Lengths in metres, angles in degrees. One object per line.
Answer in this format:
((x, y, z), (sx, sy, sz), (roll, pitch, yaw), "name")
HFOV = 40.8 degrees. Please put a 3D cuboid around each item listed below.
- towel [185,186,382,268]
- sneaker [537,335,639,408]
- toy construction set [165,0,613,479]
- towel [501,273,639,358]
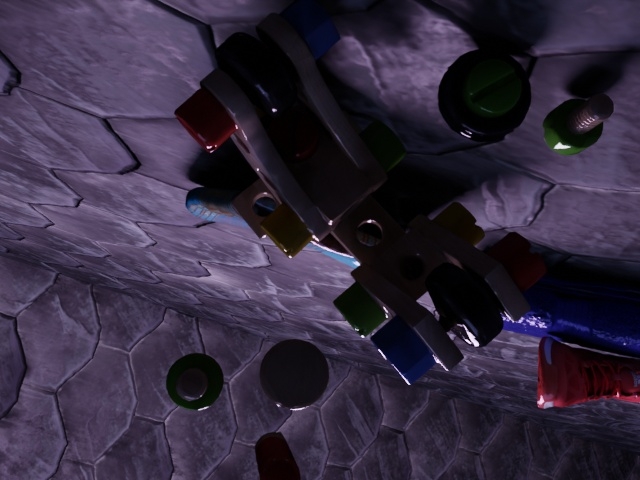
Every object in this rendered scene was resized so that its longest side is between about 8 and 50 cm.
((0.000, 0.000, 0.941), (0.272, 0.040, 0.370), (19, 179, -17), "towel")
((0.337, 0.159, 1.040), (0.128, 0.087, 0.221), (1, -179, 23), "sneaker")
((0.006, 0.011, 0.622), (0.258, 0.308, 0.237), (24, 172, -3), "toy construction set")
((0.331, 0.090, 1.061), (0.308, 0.076, 0.228), (11, 174, 15), "towel")
